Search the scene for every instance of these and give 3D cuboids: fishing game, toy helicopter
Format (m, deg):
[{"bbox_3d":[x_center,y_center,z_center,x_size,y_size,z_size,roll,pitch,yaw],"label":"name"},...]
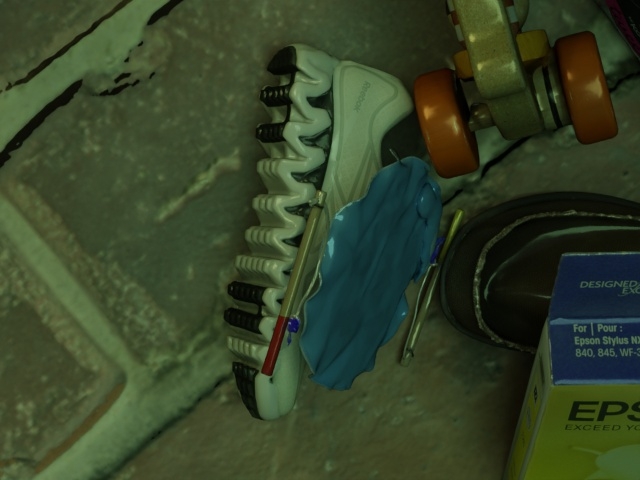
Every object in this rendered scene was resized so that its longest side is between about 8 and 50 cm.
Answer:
[{"bbox_3d":[0.031,0.021,1.430,0.041,0.264,0.189,22,102,25],"label":"fishing game"},{"bbox_3d":[0.105,-0.216,1.374,0.140,0.355,0.235,-14,63,11],"label":"toy helicopter"}]

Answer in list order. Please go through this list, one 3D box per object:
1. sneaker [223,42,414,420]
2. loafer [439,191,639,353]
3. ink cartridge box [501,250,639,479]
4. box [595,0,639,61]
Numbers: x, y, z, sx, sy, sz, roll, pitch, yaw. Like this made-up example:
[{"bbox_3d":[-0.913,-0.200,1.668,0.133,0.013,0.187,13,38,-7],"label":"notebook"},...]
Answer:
[{"bbox_3d":[0.000,0.000,1.484,0.118,0.110,0.292,9,95,-20],"label":"sneaker"},{"bbox_3d":[0.278,0.035,1.520,0.366,0.130,0.133,2,96,-11],"label":"loafer"},{"bbox_3d":[0.308,0.124,1.461,0.304,0.307,0.072,0,55,-5],"label":"ink cartridge box"},{"bbox_3d":[0.339,-0.171,1.501,0.163,0.142,0.247,-40,101,-4],"label":"box"}]
